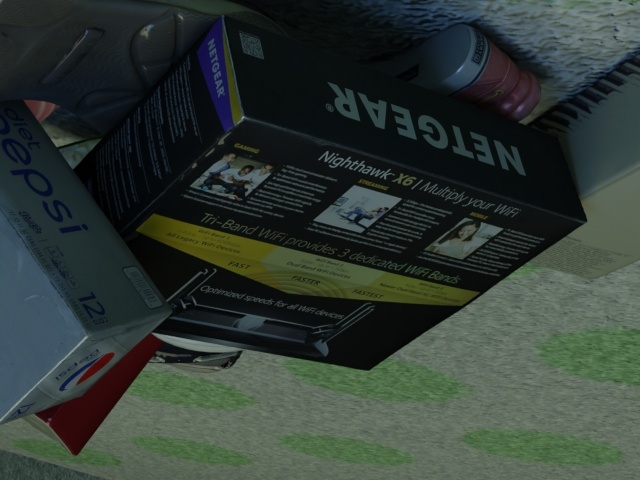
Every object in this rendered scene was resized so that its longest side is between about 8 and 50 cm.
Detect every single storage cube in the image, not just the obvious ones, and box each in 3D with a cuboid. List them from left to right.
[{"bbox_3d":[-0.279,0.086,1.367,0.184,0.193,0.215,33,162,9],"label":"storage cube"}]

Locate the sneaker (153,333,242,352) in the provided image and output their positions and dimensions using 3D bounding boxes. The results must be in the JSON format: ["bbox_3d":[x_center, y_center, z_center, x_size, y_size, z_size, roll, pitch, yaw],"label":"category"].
[{"bbox_3d":[0.000,0.000,1.128,0.319,0.127,0.208,-12,163,-17],"label":"sneaker"}]

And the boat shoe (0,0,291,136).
[{"bbox_3d":[-0.143,-0.154,0.815,0.132,0.130,0.355,-36,157,25],"label":"boat shoe"}]

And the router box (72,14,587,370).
[{"bbox_3d":[-0.009,-0.013,0.905,0.309,0.081,0.243,14,141,-39],"label":"router box"}]

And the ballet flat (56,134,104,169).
[{"bbox_3d":[-0.298,0.005,1.061,0.409,0.147,0.147,-16,177,-34],"label":"ballet flat"}]

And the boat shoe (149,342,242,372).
[{"bbox_3d":[-0.235,0.075,1.542,0.340,0.127,0.158,7,158,-21],"label":"boat shoe"}]

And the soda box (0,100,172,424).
[{"bbox_3d":[-0.221,-0.035,0.794,0.098,0.286,0.091,-42,168,24],"label":"soda box"}]

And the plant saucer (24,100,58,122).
[{"bbox_3d":[-0.346,-0.149,0.984,0.332,0.084,0.332,8,162,3],"label":"plant saucer"}]

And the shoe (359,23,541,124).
[{"bbox_3d":[0.074,-0.098,0.960,0.081,0.063,0.178,28,149,-34],"label":"shoe"}]

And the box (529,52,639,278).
[{"bbox_3d":[0.233,-0.055,0.963,0.113,0.094,0.275,15,160,-18],"label":"box"}]
